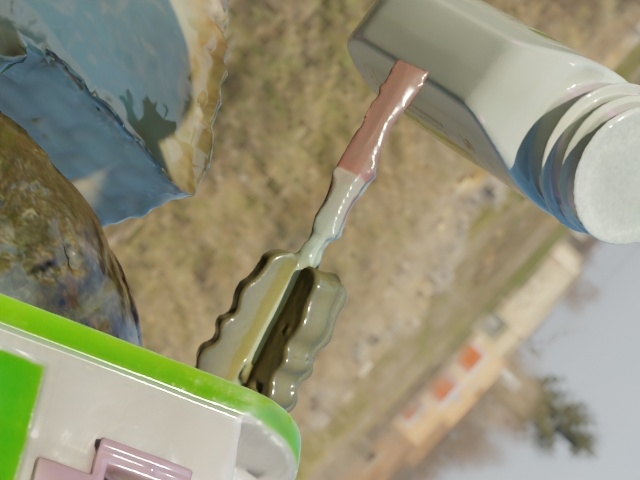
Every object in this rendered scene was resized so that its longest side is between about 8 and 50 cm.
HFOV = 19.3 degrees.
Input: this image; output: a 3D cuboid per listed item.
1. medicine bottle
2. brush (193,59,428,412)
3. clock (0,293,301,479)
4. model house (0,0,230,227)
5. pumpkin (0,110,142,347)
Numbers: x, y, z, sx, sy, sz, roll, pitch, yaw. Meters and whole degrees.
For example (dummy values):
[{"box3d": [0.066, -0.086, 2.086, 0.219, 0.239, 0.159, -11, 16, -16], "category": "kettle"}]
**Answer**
[{"box3d": [0.161, -0.105, 1.495, 0.124, 0.179, 0.324, -54, -144, 1], "category": "medicine bottle"}, {"box3d": [0.000, 0.000, 1.386, 0.301, 0.084, 0.071, -61, 170, -6], "category": "brush"}, {"box3d": [-0.141, 0.160, 0.499, 0.166, 0.235, 0.310, -52, -158, 45], "category": "clock"}, {"box3d": [-0.350, -0.199, 1.456, 0.400, 0.445, 0.395, -22, -135, 24], "category": "model house"}, {"box3d": [-0.200, 0.071, 0.829, 0.325, 0.232, 0.242, -65, -154, 12], "category": "pumpkin"}]
